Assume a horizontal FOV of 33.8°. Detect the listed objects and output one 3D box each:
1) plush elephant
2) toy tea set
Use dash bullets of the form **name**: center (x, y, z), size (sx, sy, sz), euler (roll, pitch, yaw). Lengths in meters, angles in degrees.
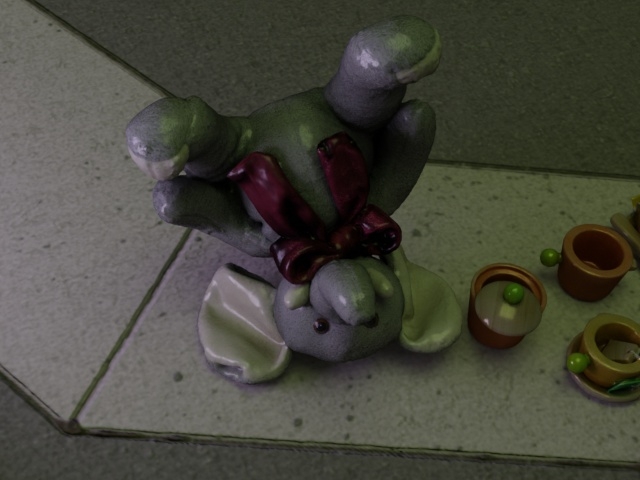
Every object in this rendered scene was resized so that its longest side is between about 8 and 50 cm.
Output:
- **plush elephant**: center (0.000, 0.000, 0.966), size (0.272, 0.330, 0.255), euler (-19, 76, -6)
- **toy tea set**: center (0.309, 0.037, 1.040), size (0.336, 0.124, 0.200), euler (-22, 56, -24)
